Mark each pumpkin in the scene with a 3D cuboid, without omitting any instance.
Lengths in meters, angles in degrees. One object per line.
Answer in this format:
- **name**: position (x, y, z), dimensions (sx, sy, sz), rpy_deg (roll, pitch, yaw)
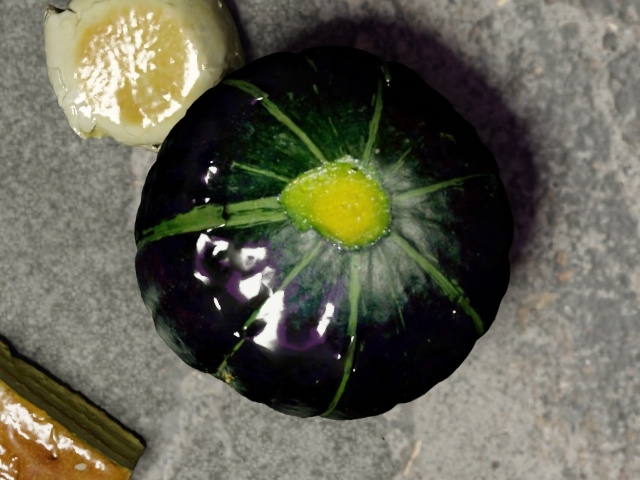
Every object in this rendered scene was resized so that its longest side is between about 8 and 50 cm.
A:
- **pumpkin**: position (0.000, 0.000, 1.186), dimensions (0.296, 0.296, 0.296), rpy_deg (2, 102, 9)

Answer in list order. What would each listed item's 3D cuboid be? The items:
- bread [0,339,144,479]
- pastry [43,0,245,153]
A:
- **bread**: position (-0.294, 0.230, 1.327), dimensions (0.184, 0.110, 0.234), rpy_deg (37, 105, 1)
- **pastry**: position (-0.144, -0.151, 1.237), dimensions (0.165, 0.088, 0.166), rpy_deg (2, 101, 9)
